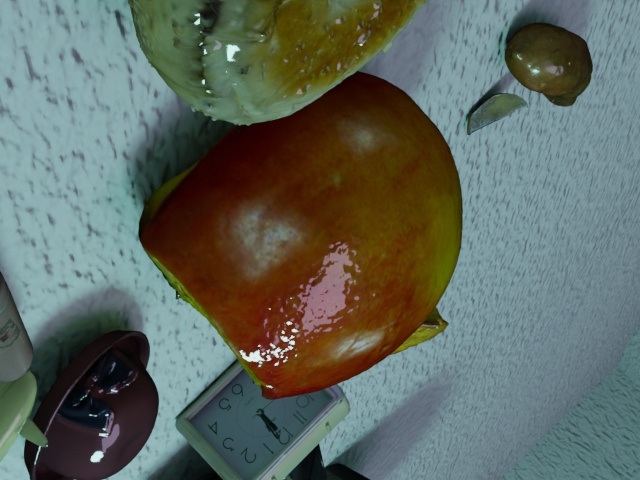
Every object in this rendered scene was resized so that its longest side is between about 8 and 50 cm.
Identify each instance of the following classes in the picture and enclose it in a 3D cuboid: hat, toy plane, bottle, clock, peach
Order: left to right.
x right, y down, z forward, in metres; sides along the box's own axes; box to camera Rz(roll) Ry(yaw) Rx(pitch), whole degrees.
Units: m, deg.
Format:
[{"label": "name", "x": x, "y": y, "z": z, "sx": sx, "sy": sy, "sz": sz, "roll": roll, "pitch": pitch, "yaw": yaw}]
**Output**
[{"label": "toy plane", "x": -0.347, "y": 0.225, "z": 1.033, "sx": 0.244, "sy": 0.092, "sz": 0.229, "roll": -46, "pitch": 173, "yaw": 1}, {"label": "bottle", "x": -0.286, "y": 0.072, "z": 0.943, "sx": 0.053, "sy": 0.053, "sz": 0.140, "roll": -38, "pitch": 154, "yaw": -23}, {"label": "hat", "x": -0.225, "y": 0.187, "z": 1.137, "sx": 0.205, "sy": 0.089, "sz": 0.205, "roll": -55, "pitch": 168, "yaw": -17}, {"label": "clock", "x": -0.074, "y": 0.233, "z": 1.444, "sx": 0.192, "sy": 0.147, "sz": 0.071, "roll": -43, "pitch": 156, "yaw": -12}, {"label": "peach", "x": 0.000, "y": 0.000, "z": 1.103, "sx": 0.380, "sy": 0.242, "sz": 0.306, "roll": -31, "pitch": 156, "yaw": -35}]

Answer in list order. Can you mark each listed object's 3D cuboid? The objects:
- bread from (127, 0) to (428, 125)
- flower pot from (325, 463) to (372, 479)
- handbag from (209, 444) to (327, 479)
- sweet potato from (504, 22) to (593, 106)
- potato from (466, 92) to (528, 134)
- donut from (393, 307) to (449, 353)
[{"label": "bread", "x": -0.020, "y": -0.233, "z": 0.806, "sx": 0.305, "sy": 0.159, "sz": 0.305, "roll": -41, "pitch": 159, "yaw": -19}, {"label": "flower pot", "x": 0.054, "y": 0.598, "z": 2.099, "sx": 0.379, "sy": 0.251, "sz": 0.379, "roll": -42, "pitch": 156, "yaw": -23}, {"label": "handbag", "x": -0.119, "y": 0.395, "z": 1.573, "sx": 0.342, "sy": 0.152, "sz": 0.288, "roll": -49, "pitch": 164, "yaw": -13}, {"label": "sweet potato", "x": 0.329, "y": -0.236, "z": 1.497, "sx": 0.097, "sy": 0.097, "sz": 0.292, "roll": -54, "pitch": 157, "yaw": 13}, {"label": "potato", "x": 0.233, "y": -0.179, "z": 1.496, "sx": 0.093, "sy": 0.036, "sz": 0.037, "roll": -26, "pitch": -170, "yaw": -7}, {"label": "donut", "x": 0.089, "y": 0.127, "z": 1.605, "sx": 0.190, "sy": 0.075, "sz": 0.174, "roll": -19, "pitch": 167, "yaw": -10}]
